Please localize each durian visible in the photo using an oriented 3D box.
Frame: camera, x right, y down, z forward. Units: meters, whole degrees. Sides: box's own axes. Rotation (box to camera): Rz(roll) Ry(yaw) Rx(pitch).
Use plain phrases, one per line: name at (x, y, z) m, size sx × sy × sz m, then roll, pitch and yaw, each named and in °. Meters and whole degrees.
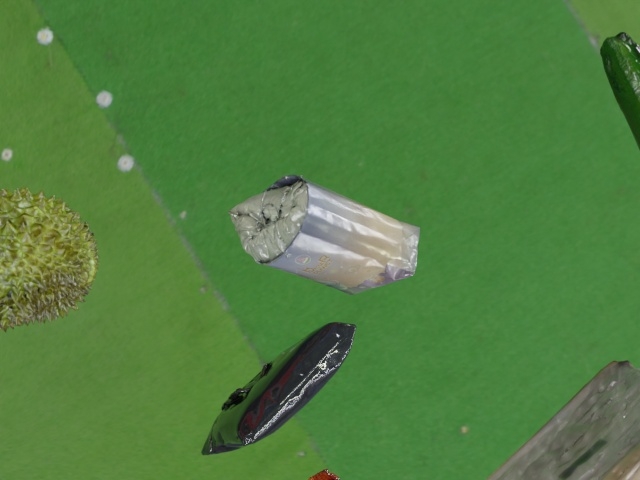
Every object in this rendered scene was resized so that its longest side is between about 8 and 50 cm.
durian at (-0.324, 0.022, 1.091) m, size 0.159 × 0.198 × 0.146 m, roll -14°, pitch 80°, yaw -41°

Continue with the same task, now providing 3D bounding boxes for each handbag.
handbag at (0.000, 0.000, 1.026) m, size 0.173 × 0.117 × 0.095 m, roll 24°, pitch 61°, yaw -30°
handbag at (-0.068, 0.232, 1.555) m, size 0.089 × 0.211 × 0.254 m, roll 48°, pitch 61°, yaw -5°

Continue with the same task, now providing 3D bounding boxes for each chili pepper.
chili pepper at (0.365, -0.130, 1.115) m, size 0.062 × 0.108 × 0.216 m, roll -22°, pitch 75°, yaw 16°

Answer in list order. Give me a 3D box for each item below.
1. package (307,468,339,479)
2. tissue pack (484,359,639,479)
package at (-0.044, 0.365, 0.944) m, size 0.108 × 0.288 × 0.223 m, roll 9°, pitch 54°, yaw -50°
tissue pack at (0.226, 0.253, 0.569) m, size 0.238 × 0.238 × 0.305 m, roll -43°, pitch 92°, yaw -23°
